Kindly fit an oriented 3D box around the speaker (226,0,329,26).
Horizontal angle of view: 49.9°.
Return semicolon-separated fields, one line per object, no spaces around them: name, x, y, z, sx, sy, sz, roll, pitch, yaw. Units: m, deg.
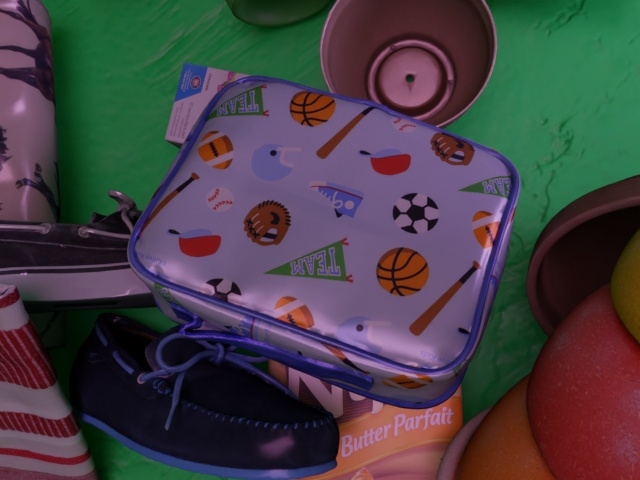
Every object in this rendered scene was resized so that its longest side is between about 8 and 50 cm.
speaker;-0.068;-0.384;0.715;0.131;0.131;0.296;-13;83;8

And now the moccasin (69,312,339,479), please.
moccasin;-0.131;0.129;0.629;0.342;0.138;0.116;4;85;36

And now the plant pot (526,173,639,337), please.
plant pot;0.311;0.019;0.605;0.238;0.237;0.109;18;48;10

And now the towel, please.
towel;-0.351;0.158;0.642;0.237;0.328;0.037;1;43;2

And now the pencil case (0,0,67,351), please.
pencil case;-0.369;-0.056;0.720;0.184;0.160;0.410;-4;85;-18

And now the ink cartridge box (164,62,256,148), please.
ink cartridge box;-0.092;-0.133;0.738;0.123;0.052;0.088;13;88;9

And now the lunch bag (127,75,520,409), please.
lunch bag;0.000;0.000;0.583;0.304;0.115;0.243;18;66;12

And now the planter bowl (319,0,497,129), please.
planter bowl;0.087;-0.174;0.681;0.162;0.109;0.162;-1;86;9

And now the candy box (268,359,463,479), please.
candy box;0.046;0.166;0.673;0.183;0.087;0.316;-2;85;9

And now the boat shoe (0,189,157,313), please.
boat shoe;-0.198;0.011;0.667;0.307;0.113;0.104;-3;78;-21

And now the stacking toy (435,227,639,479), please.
stacking toy;0.288;0.075;0.424;0.351;0.350;0.479;16;121;10
